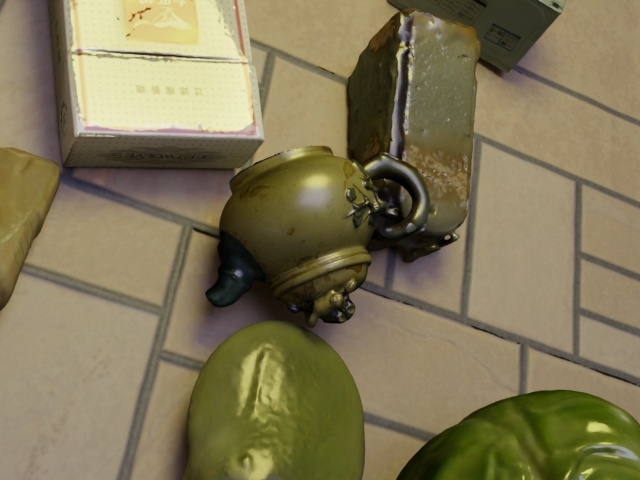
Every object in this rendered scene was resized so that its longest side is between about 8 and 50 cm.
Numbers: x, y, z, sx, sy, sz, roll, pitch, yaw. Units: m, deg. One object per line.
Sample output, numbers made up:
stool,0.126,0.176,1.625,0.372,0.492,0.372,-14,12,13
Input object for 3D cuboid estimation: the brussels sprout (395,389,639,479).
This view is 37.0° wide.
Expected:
brussels sprout,0.211,0.312,0.890,0.289,0.355,0.282,-25,108,-2

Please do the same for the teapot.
teapot,0.000,0.000,1.022,0.269,0.173,0.183,-18,80,-15

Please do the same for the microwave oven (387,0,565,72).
microwave oven,0.225,-0.361,1.324,0.208,0.162,0.122,29,56,-7

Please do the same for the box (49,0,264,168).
box,-0.192,-0.247,1.080,0.210,0.095,0.331,-1,73,-25

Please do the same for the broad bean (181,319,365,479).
broad bean,-0.042,0.193,0.943,0.189,0.121,0.263,23,56,-9

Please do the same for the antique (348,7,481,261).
antique,0.112,-0.120,1.173,0.125,0.150,0.284,11,70,-23

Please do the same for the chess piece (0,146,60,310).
chess piece,-0.339,0.018,0.893,0.137,0.137,0.301,26,45,-14
